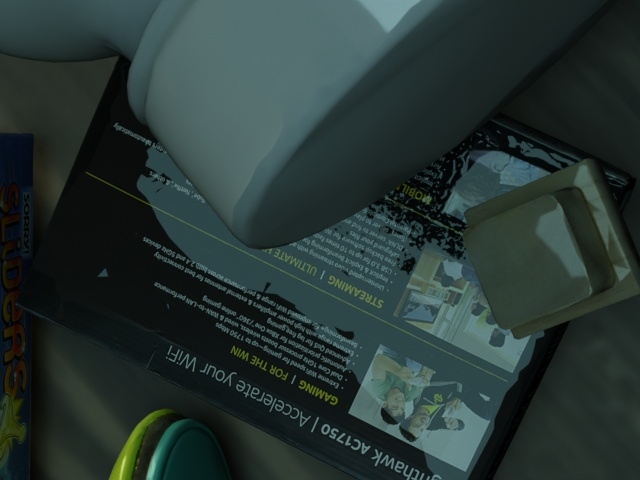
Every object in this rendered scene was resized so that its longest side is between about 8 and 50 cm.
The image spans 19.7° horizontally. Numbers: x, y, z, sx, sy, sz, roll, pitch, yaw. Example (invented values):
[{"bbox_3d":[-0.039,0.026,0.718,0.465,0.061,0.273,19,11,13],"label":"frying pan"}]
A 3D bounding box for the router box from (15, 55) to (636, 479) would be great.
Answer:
[{"bbox_3d":[0.000,0.000,0.642,0.179,0.046,0.133,27,99,10],"label":"router box"}]

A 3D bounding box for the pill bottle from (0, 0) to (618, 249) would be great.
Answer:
[{"bbox_3d":[-0.081,-0.204,0.539,0.229,0.229,0.408,-42,79,12],"label":"pill bottle"}]

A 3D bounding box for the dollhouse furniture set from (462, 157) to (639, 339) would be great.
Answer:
[{"bbox_3d":[0.272,0.064,0.560,0.355,0.174,0.303,-21,88,27],"label":"dollhouse furniture set"}]

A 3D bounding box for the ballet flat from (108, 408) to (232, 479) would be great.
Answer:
[{"bbox_3d":[-0.063,0.177,0.657,0.077,0.077,0.231,-8,94,29],"label":"ballet flat"}]

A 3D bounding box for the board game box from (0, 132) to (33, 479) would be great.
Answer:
[{"bbox_3d":[-0.174,0.059,0.681,0.136,0.035,0.201,3,94,19],"label":"board game box"}]
